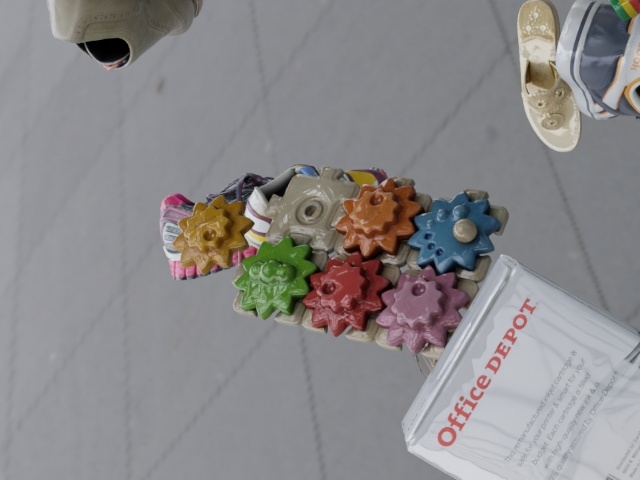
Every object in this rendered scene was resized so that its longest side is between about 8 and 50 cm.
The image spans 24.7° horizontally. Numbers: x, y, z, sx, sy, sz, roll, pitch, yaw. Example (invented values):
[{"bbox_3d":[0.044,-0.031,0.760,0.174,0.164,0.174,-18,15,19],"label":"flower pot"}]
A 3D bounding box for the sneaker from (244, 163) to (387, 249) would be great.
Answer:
[{"bbox_3d":[0.003,-0.050,1.606,0.069,0.185,0.084,51,149,30],"label":"sneaker"}]

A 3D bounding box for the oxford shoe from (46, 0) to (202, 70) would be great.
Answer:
[{"bbox_3d":[-0.221,-0.248,1.578,0.348,0.123,0.130,4,-81,-76],"label":"oxford shoe"}]

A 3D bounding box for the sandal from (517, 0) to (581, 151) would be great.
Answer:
[{"bbox_3d":[0.327,-0.238,2.184,0.088,0.079,0.240,-3,106,31],"label":"sandal"}]

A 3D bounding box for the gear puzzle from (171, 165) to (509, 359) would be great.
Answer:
[{"bbox_3d":[0.000,0.000,1.368,0.339,0.044,0.175,11,65,32],"label":"gear puzzle"}]

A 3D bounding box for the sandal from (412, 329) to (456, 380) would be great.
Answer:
[{"bbox_3d":[0.119,0.106,1.492,0.180,0.049,0.072,70,175,-71],"label":"sandal"}]

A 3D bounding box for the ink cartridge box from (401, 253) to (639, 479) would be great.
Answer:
[{"bbox_3d":[0.168,0.115,0.946,0.139,0.191,0.082,-59,1,5],"label":"ink cartridge box"}]

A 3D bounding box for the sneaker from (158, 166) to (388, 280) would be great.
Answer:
[{"bbox_3d":[-0.059,-0.038,1.825,0.121,0.299,0.112,-25,-81,-85],"label":"sneaker"}]

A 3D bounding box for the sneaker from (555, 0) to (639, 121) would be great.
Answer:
[{"bbox_3d":[0.366,-0.196,1.690,0.127,0.321,0.126,17,96,20],"label":"sneaker"}]

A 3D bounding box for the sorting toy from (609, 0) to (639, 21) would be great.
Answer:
[{"bbox_3d":[0.277,-0.343,1.494,0.046,0.132,0.274,-31,74,21],"label":"sorting toy"}]
